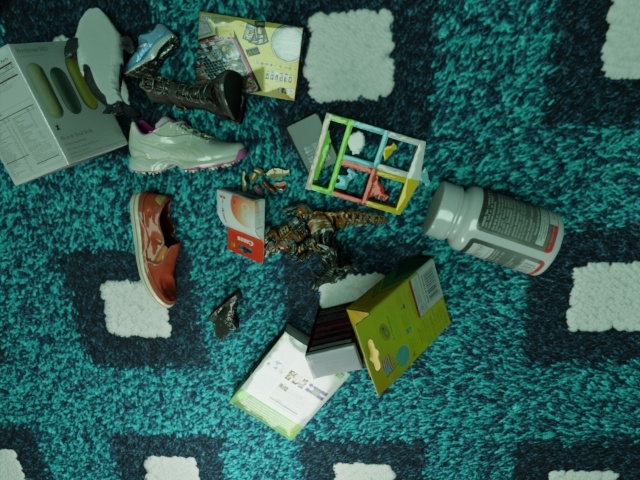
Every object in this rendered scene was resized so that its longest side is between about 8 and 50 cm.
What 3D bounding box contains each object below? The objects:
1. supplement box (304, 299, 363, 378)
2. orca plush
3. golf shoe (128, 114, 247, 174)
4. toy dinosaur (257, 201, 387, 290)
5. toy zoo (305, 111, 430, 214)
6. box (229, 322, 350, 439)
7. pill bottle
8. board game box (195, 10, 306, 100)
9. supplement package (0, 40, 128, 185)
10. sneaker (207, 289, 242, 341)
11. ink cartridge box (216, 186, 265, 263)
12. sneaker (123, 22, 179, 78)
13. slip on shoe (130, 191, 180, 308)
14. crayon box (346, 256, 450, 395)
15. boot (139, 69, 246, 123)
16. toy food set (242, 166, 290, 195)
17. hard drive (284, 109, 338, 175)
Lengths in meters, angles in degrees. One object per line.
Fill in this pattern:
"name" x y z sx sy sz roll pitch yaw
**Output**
"supplement box" 0.046 0.250 1.281 0.130 0.239 0.073 -15 108 14
"orca plush" -0.490 -0.396 1.156 0.151 0.102 0.287 -30 79 -16
"golf shoe" -0.335 -0.239 1.213 0.306 0.115 0.140 -1 107 7
"toy dinosaur" 0.000 0.000 1.248 0.322 0.164 0.218 -16 92 35
"toy zoo" 0.128 -0.179 1.202 0.293 0.030 0.192 16 109 -5
"box" -0.093 0.427 1.469 0.232 0.058 0.322 35 110 -7
"pill bottle" 0.402 -0.034 1.168 0.283 0.161 0.161 19 112 0
"board game box" -0.165 -0.429 1.152 0.243 0.042 0.165 11 112 3
"supplement package" -0.642 -0.301 1.157 0.198 0.199 0.262 -13 108 26
"sneaker" -0.258 0.217 1.413 0.089 0.051 0.170 45 115 -10
"ink cartridge box" -0.209 -0.037 1.274 0.145 0.045 0.179 20 114 35
"sneaker" -0.413 -0.452 1.176 0.162 0.063 0.073 -34 84 15
"slip on shoe" -0.429 0.030 1.329 0.101 0.123 0.331 -3 106 4
"crayon box" 0.186 0.200 1.216 0.081 0.318 0.202 2 117 47
"boot" -0.291 -0.328 1.105 0.229 0.263 0.091 12 87 -4
"toy food set" -0.139 -0.152 1.270 0.122 0.019 0.078 2 112 -2
"hard drive" -0.018 -0.239 1.217 0.094 0.022 0.135 -22 107 15
